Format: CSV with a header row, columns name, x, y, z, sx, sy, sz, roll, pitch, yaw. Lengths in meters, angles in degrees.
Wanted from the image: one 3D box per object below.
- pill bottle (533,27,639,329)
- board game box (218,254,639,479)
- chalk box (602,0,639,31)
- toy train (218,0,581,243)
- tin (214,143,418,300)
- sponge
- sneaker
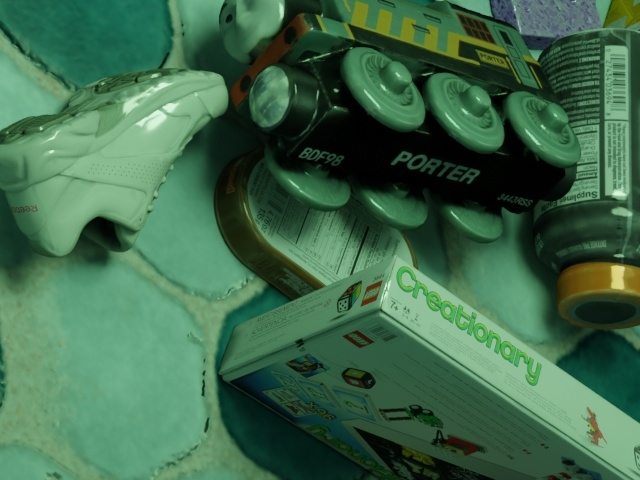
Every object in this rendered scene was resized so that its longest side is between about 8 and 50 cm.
name,x,y,z,sx,sy,sz,roll,pitch,yaw
pill bottle,0.249,-0.050,1.730,0.130,0.130,0.245,20,62,-33
board game box,0.100,0.132,1.490,0.305,0.193,0.053,34,55,-26
chalk box,0.377,-0.152,1.876,0.213,0.132,0.132,38,52,-21
toy train,0.063,-0.112,1.575,0.334,0.142,0.190,11,44,-41
tin,0.000,0.000,1.567,0.190,0.040,0.106,37,57,-24
sponge,0.194,-0.278,1.840,0.117,0.031,0.210,0,73,-40
sneaker,-0.147,-0.054,1.443,0.232,0.090,0.115,-30,113,-45
